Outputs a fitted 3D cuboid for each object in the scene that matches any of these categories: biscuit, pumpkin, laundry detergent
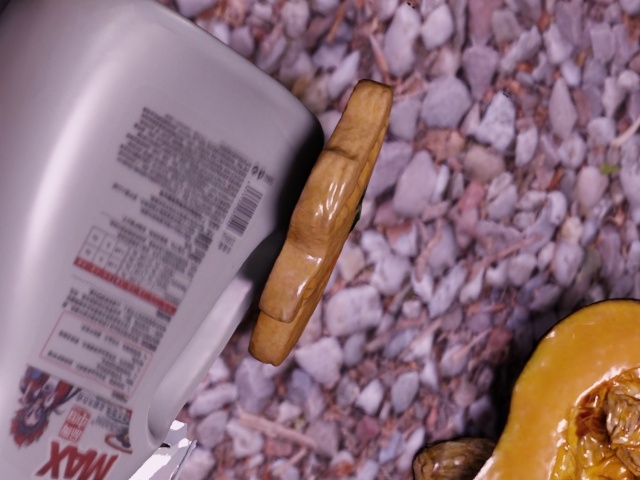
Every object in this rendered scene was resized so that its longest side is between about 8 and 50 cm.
[{"bbox_3d":[0.000,0.000,1.167,0.225,0.036,0.166,111,3,-49],"label":"biscuit"},{"bbox_3d":[0.179,0.192,1.367,0.317,0.221,0.139,-66,158,-4],"label":"pumpkin"},{"bbox_3d":[-0.154,0.065,1.091,0.264,0.124,0.398,31,83,-55],"label":"laundry detergent"}]

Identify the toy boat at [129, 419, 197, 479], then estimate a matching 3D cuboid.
[{"bbox_3d":[-0.135,0.184,1.192,0.105,0.034,0.149,8,85,-17],"label":"toy boat"}]
